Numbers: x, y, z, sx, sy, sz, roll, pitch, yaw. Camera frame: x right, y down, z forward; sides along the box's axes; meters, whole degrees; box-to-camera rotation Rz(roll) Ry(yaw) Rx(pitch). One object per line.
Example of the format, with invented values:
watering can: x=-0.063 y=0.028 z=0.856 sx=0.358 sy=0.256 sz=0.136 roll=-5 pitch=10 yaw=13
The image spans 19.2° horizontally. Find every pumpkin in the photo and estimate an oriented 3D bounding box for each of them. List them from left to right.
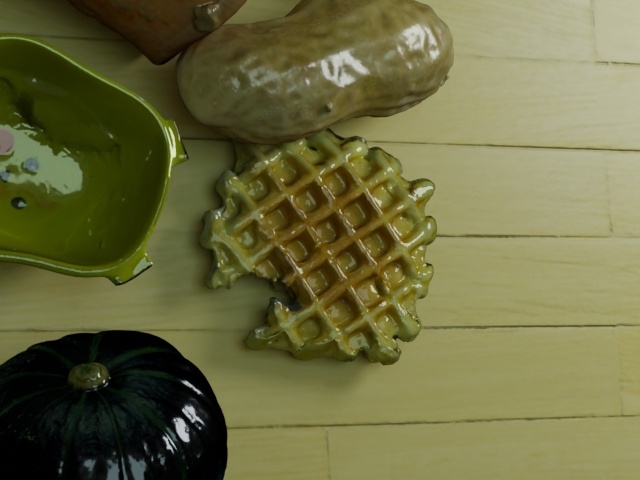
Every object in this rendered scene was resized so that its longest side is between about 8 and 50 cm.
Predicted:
pumpkin: x=-0.206 y=0.218 z=1.750 sx=0.248 sy=0.248 sz=0.248 roll=4 pitch=79 yaw=-22

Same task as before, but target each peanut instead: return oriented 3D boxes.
peanut: x=-0.005 y=-0.178 z=1.925 sx=0.313 sy=0.149 sz=0.149 roll=-21 pitch=89 yaw=-29

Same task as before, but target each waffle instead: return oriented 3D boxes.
waffle: x=0.001 y=0.000 z=1.950 sx=0.261 sy=0.056 sz=0.250 roll=12 pitch=76 yaw=-18

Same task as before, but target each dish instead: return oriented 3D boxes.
dish: x=-0.274 y=-0.066 z=1.817 sx=0.262 sy=0.108 sz=0.221 roll=21 pitch=73 yaw=-16

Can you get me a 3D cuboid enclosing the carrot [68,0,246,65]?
carrot: x=-0.217 y=-0.335 z=1.834 sx=0.340 sy=0.224 sz=0.224 roll=42 pitch=68 yaw=-17
